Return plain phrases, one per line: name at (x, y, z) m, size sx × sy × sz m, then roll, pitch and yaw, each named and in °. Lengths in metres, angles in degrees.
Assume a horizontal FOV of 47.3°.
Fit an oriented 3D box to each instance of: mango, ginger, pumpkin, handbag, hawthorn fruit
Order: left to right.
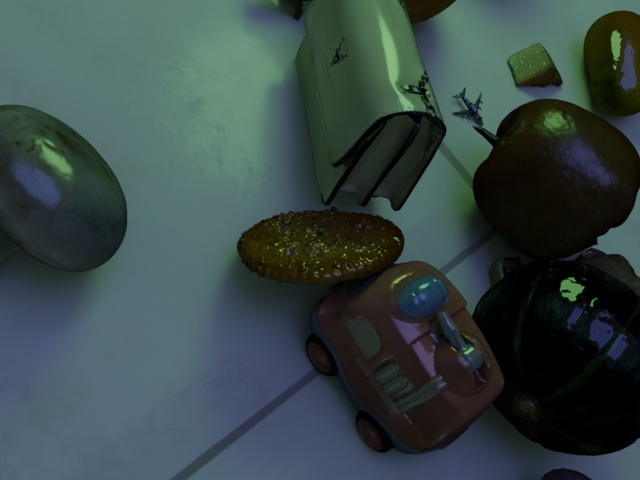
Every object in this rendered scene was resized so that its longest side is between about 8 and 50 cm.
handbag at (0.072, -0.254, 1.187) m, size 0.160 × 0.237 × 0.358 m, roll 6°, pitch 54°, yaw -23°
hawthorn fruit at (0.393, -0.119, 1.270) m, size 0.301 × 0.268 × 0.268 m, roll 43°, pitch 56°, yaw 3°
pumpkin at (0.357, 0.182, 1.081) m, size 0.315 × 0.315 × 0.238 m, roll 47°, pitch 63°, yaw 4°
ginger at (0.526, 0.076, 1.345) m, size 0.213 × 0.074 × 0.137 m, roll -8°, pitch 74°, yaw -22°
mango at (0.666, -0.381, 1.598) m, size 0.175 × 0.139 × 0.254 m, roll 5°, pitch 71°, yaw -8°

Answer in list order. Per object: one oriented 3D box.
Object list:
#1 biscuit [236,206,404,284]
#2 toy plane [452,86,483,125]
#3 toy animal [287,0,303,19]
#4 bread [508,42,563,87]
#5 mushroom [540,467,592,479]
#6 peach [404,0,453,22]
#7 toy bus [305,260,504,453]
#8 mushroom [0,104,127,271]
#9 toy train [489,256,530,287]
biscuit at (0.000, 0.000, 1.079) m, size 0.254 × 0.254 × 0.035 m, roll -14°, pitch 114°, yaw -28°
toy plane at (0.296, -0.261, 1.442) m, size 0.078 × 0.024 × 0.084 m, roll -36°, pitch 82°, yaw -14°
toy animal at (-0.027, -0.459, 1.379) m, size 0.219 × 0.086 × 0.069 m, roll 8°, pitch 64°, yaw -40°
bread at (0.462, -0.367, 1.572) m, size 0.109 × 0.080 × 0.084 m, roll 17°, pitch 52°, yaw -57°
mushroom at (0.374, 0.441, 1.073) m, size 0.117 × 0.141 × 0.188 m, roll 41°, pitch 50°, yaw -42°
peach at (0.131, -0.558, 1.376) m, size 0.308 × 0.289 × 0.289 m, roll -3°, pitch 64°, yaw 3°
toy bus at (0.128, 0.156, 1.041) m, size 0.194 × 0.232 × 0.288 m, roll -28°, pitch 81°, yaw -28°
mushroom at (-0.385, -0.044, 0.952) m, size 0.243 × 0.243 × 0.243 m, roll 10°, pitch 62°, yaw -19°
toy train at (0.366, 0.074, 1.282) m, size 0.138 × 0.050 × 0.087 m, roll 3°, pitch 65°, yaw -12°
